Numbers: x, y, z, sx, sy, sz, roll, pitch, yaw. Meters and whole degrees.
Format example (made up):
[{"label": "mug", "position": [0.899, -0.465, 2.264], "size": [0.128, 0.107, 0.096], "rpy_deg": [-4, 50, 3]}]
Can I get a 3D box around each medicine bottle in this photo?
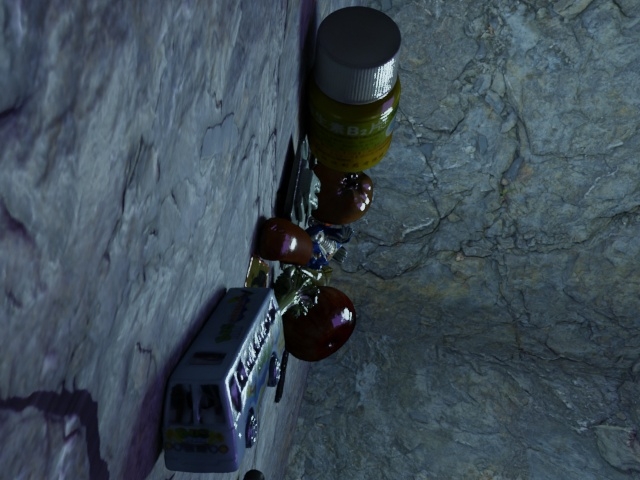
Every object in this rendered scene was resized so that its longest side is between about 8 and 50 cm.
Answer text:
[{"label": "medicine bottle", "position": [0.079, -0.350, 1.611], "size": [0.384, 0.224, 0.224], "rpy_deg": [94, 8, -62]}]

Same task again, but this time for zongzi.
[{"label": "zongzi", "position": [-0.048, 0.180, 2.118], "size": [0.242, 0.112, 0.221], "rpy_deg": [-8, 110, -76]}]

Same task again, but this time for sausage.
[{"label": "sausage", "position": [-0.068, 0.006, 1.404], "size": [0.300, 0.083, 0.089], "rpy_deg": [28, 77, -82]}]

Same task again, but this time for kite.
[{"label": "kite", "position": [-0.081, -0.073, 1.601], "size": [0.321, 0.016, 0.233], "rpy_deg": [95, 5, -60]}, {"label": "kite", "position": [-0.144, 0.189, 1.345], "size": [0.327, 0.013, 0.377], "rpy_deg": [-74, 172, -57]}]

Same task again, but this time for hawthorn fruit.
[{"label": "hawthorn fruit", "position": [0.031, -0.128, 1.944], "size": [0.251, 0.199, 0.199], "rpy_deg": [-32, -140, 54]}]

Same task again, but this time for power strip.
[{"label": "power strip", "position": [-0.035, -0.112, 1.573], "size": [0.213, 0.065, 0.198], "rpy_deg": [84, 14, -75]}]

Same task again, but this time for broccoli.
[{"label": "broccoli", "position": [-0.087, 0.147, 1.591], "size": [0.122, 0.118, 0.204], "rpy_deg": [-47, 177, 32]}]

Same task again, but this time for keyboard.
[{"label": "keyboard", "position": [-0.121, 0.417, 2.261], "size": [0.087, 0.017, 0.250], "rpy_deg": [-34, 134, -83]}]

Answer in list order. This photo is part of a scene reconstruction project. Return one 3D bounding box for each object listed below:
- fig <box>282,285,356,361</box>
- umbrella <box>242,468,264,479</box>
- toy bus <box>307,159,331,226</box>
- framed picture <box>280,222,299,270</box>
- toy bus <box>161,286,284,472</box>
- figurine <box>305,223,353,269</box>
[{"label": "fig", "position": [-0.014, 0.234, 1.950], "size": [0.214, 0.235, 0.235], "rpy_deg": [29, -67, 55]}, {"label": "umbrella", "position": [-0.174, 0.630, 1.532], "size": [0.326, 0.094, 0.090], "rpy_deg": [-62, 176, -75]}, {"label": "toy bus", "position": [0.043, -0.167, 2.122], "size": [0.329, 0.153, 0.143], "rpy_deg": [96, 4, -48]}, {"label": "framed picture", "position": [-0.074, -0.029, 1.808], "size": [0.231, 0.010, 0.173], "rpy_deg": [-65, 165, -75]}, {"label": "toy bus", "position": [-0.128, 0.183, 0.957], "size": [0.329, 0.109, 0.135], "rpy_deg": [-69, 159, -70]}, {"label": "figurine", "position": [-0.006, 0.005, 1.922], "size": [0.120, 0.164, 0.262], "rpy_deg": [61, -12, 16]}]
